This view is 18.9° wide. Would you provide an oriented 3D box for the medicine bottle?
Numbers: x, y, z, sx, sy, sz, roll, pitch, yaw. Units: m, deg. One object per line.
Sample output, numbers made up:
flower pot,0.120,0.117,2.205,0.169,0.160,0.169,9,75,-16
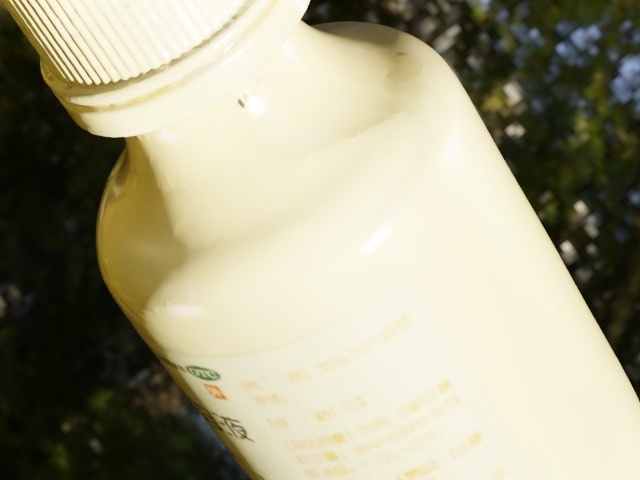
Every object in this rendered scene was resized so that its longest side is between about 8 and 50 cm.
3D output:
medicine bottle,0.000,0.000,0.537,0.114,0.114,0.252,39,-15,53
